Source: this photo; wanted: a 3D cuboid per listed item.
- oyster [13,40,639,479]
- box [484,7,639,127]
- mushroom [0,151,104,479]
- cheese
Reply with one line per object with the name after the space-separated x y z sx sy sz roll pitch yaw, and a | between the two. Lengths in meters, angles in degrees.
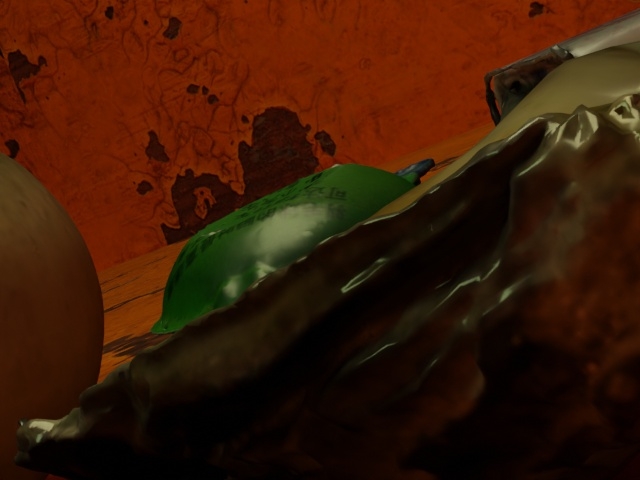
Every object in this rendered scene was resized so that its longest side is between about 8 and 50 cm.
0.042 0.022 0.492 0.275 0.100 0.271 -35 1 3 | oyster
0.294 -0.137 1.128 0.370 0.112 0.190 -23 3 -12 | box
-0.254 0.050 0.753 0.315 0.315 0.356 -23 -31 1 | mushroom
0.000 0.000 1.129 0.204 0.083 0.320 -23 6 22 | cheese
